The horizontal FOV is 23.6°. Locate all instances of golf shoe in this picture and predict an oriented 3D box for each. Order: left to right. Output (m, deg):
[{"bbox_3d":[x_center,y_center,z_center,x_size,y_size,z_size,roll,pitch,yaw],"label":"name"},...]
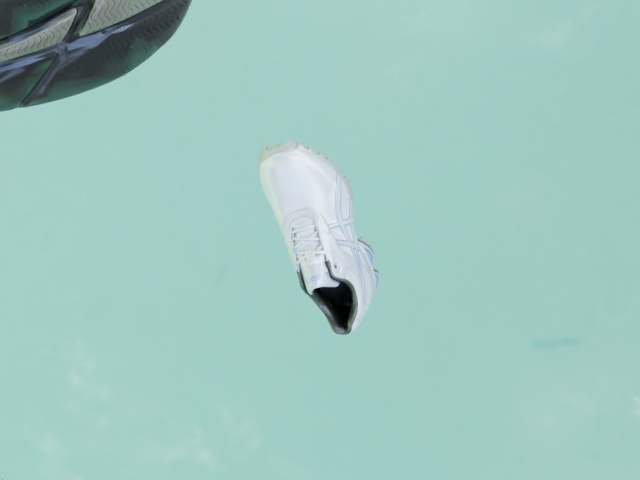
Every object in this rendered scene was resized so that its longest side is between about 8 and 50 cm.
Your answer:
[{"bbox_3d":[0.000,0.000,1.264,0.176,0.069,0.086,60,23,-29],"label":"golf shoe"}]

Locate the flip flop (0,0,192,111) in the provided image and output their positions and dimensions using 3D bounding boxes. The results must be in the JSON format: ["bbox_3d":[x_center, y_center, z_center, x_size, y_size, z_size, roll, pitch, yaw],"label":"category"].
[{"bbox_3d":[-0.181,-0.087,0.532,0.277,0.080,0.112,-15,152,-19],"label":"flip flop"}]

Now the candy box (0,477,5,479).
[{"bbox_3d":[-0.332,0.204,1.100,0.196,0.165,0.070,-18,127,-68],"label":"candy box"}]
